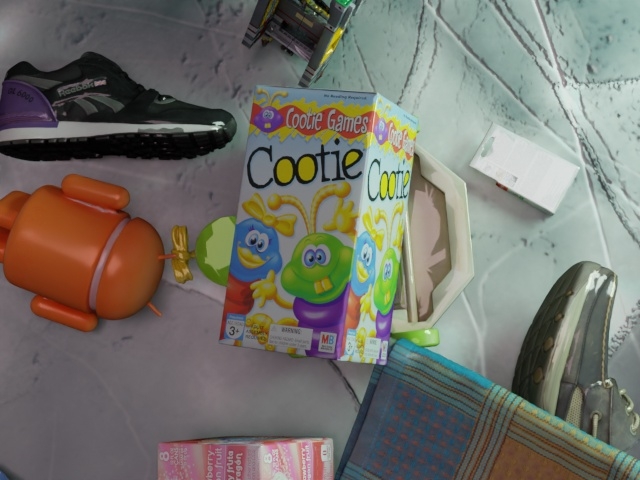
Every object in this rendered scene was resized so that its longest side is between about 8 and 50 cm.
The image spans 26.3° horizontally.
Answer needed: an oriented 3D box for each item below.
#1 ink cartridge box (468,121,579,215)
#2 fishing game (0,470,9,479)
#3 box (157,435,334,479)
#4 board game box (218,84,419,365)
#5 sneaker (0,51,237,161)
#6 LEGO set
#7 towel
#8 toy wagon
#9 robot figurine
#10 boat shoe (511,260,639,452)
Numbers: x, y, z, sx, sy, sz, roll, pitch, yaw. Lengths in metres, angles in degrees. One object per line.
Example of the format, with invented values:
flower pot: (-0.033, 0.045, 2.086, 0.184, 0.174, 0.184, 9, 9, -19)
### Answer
ink cartridge box: (0.237, -0.083, 1.601, 0.115, 0.029, 0.063, 29, 87, 7)
fishing game: (-0.431, 0.340, 1.594, 0.264, 0.041, 0.189, 6, 77, 9)
box: (-0.081, 0.365, 1.492, 0.142, 0.154, 0.300, -4, 84, 30)
board game box: (0.002, -0.013, 1.463, 0.142, 0.144, 0.275, 6, 86, 23)
sneaker: (-0.239, -0.165, 1.602, 0.283, 0.107, 0.124, 0, 78, 3)
LEGO set: (-0.044, -0.337, 1.596, 0.331, 0.192, 0.255, 29, 57, -1)
towel: (0.178, 0.295, 1.462, 0.370, 0.040, 0.271, 27, 105, 27)
toy wagon: (0.000, 0.000, 1.584, 0.344, 0.068, 0.267, -5, 84, 6)
robot figurine: (-0.274, 0.016, 1.573, 0.219, 0.128, 0.158, 20, 75, 6)
boat shoe: (0.282, 0.201, 1.533, 0.130, 0.132, 0.355, 14, 94, -6)
